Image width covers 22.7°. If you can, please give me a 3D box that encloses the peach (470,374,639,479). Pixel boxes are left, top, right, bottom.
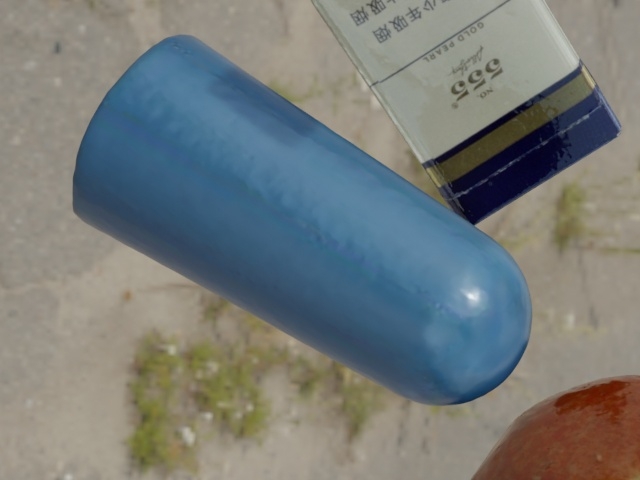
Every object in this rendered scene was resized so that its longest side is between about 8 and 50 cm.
[{"bbox_3d":[0.199,0.217,1.118,0.232,0.257,0.232,10,74,-37],"label":"peach"}]

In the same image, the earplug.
[{"bbox_3d":[0.000,0.000,0.934,0.132,0.273,0.132,-50,161,-25],"label":"earplug"}]

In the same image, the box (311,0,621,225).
[{"bbox_3d":[0.123,-0.154,1.352,0.259,0.168,0.071,55,9,-22],"label":"box"}]
